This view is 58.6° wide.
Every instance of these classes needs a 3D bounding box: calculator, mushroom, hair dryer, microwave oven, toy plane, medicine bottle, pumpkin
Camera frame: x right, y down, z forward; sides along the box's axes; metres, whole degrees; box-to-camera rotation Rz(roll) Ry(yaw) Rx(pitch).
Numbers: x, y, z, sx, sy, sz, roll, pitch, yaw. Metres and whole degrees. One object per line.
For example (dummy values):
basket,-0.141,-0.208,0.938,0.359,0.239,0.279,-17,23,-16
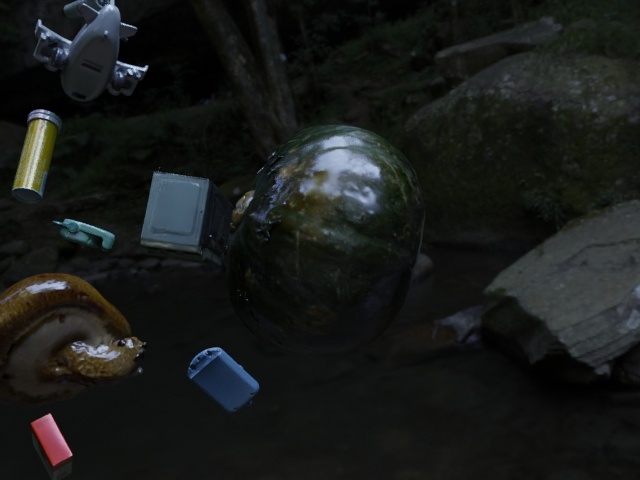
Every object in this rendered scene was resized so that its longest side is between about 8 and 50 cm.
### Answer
calculator,-0.262,0.383,1.553,0.121,0.210,0.039,-41,17,6
mushroom,-0.571,0.229,1.251,0.346,0.345,0.260,-16,38,-36
hair dryer,-0.570,-0.590,1.538,0.155,0.044,0.183,5,-12,38
microwave oven,-0.439,-0.063,1.971,0.219,0.286,0.355,8,-9,4
toy plane,-0.524,-0.431,1.318,0.253,0.252,0.118,-12,47,-9
medicine bottle,-0.642,-0.191,1.291,0.074,0.217,0.074,-2,-30,-1
pumpkin,0.000,0.000,1.078,0.344,0.453,0.454,15,3,-11

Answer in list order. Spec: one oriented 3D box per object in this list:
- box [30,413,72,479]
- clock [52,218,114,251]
box,-0.553,0.430,1.175,0.048,0.100,0.152,-29,-18,-35
clock,-0.753,-0.020,1.807,0.189,0.060,0.148,21,-10,-20
